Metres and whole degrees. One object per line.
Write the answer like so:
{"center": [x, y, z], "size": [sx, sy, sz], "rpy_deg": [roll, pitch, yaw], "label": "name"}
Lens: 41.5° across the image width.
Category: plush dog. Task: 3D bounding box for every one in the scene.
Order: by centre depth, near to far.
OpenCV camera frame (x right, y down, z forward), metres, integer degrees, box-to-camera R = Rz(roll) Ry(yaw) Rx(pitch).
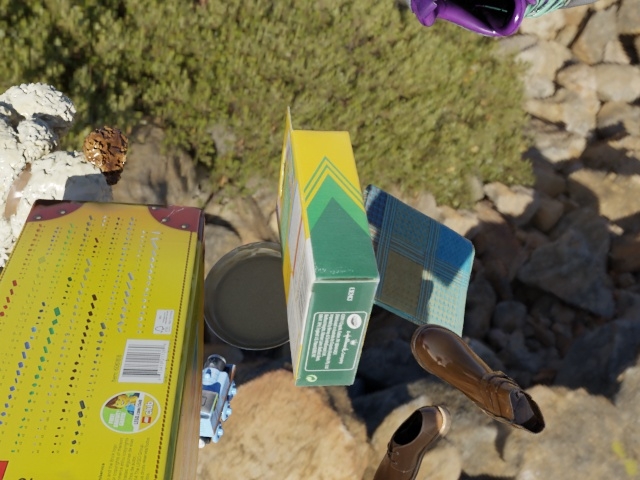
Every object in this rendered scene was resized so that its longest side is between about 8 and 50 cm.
{"center": [-0.363, -0.067, 1.064], "size": [0.225, 0.210, 0.262], "rpy_deg": [22, 91, 9], "label": "plush dog"}

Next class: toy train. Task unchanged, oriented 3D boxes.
{"center": [-0.209, 0.298, 1.593], "size": [0.080, 0.105, 0.184], "rpy_deg": [6, 42, 10], "label": "toy train"}

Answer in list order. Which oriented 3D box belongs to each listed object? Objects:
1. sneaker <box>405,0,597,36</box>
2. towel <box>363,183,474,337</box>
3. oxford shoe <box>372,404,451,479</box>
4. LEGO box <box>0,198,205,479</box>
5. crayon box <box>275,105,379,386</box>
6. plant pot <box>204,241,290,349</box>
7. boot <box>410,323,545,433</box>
{"center": [0.137, -0.171, 0.589], "size": [0.223, 0.083, 0.098], "rpy_deg": [-4, 58, -29], "label": "sneaker"}
{"center": [0.221, 0.057, 2.025], "size": [0.370, 0.040, 0.271], "rpy_deg": [26, 66, -32], "label": "towel"}
{"center": [0.137, 0.367, 1.465], "size": [0.076, 0.212, 0.076], "rpy_deg": [14, 22, -41], "label": "oxford shoe"}
{"center": [-0.226, 0.243, 0.823], "size": [0.193, 0.372, 0.500], "rpy_deg": [3, 32, -5], "label": "LEGO box"}
{"center": [0.000, 0.000, 1.108], "size": [0.083, 0.203, 0.323], "rpy_deg": [0, 46, -10], "label": "crayon box"}
{"center": [-0.117, 0.111, 1.668], "size": [0.236, 0.032, 0.236], "rpy_deg": [-2, 61, 4], "label": "plant pot"}
{"center": [0.230, 0.198, 1.219], "size": [0.197, 0.152, 0.073], "rpy_deg": [38, 85, -19], "label": "boot"}
